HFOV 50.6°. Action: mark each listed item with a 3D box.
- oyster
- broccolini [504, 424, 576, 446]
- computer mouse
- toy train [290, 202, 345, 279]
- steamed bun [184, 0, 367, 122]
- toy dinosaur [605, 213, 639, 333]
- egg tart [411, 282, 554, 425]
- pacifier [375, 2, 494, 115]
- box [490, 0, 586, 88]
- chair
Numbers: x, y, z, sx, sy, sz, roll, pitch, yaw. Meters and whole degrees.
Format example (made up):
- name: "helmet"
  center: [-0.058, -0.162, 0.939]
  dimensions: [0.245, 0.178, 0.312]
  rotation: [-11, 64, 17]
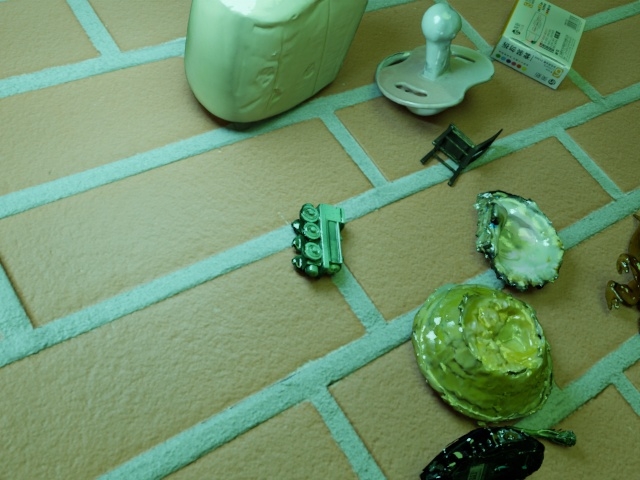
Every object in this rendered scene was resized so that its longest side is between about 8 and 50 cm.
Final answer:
- name: "oyster"
  center: [0.428, -0.007, 1.508]
  dimensions: [0.198, 0.092, 0.260]
  rotation: [-20, 74, -28]
- name: "broccolini"
  center: [0.416, 0.367, 1.276]
  dimensions: [0.140, 0.035, 0.030]
  rotation: [10, 96, -8]
- name: "computer mouse"
  center: [0.280, 0.378, 1.176]
  dimensions: [0.241, 0.146, 0.077]
  rotation: [-4, 30, -19]
- name: "toy train"
  center: [0.000, 0.000, 1.377]
  dimensions: [0.111, 0.071, 0.170]
  rotation: [9, 54, -20]
- name: "steamed bun"
  center: [-0.107, -0.511, 1.505]
  dimensions: [0.290, 0.371, 0.456]
  rotation: [43, 52, 15]
- name: "toy dinosaur"
  center: [0.728, 0.084, 1.531]
  dimensions: [0.208, 0.097, 0.432]
  rotation: [14, 56, -25]
- name: "egg tart"
  center: [0.332, 0.196, 1.315]
  dimensions: [0.315, 0.120, 0.315]
  rotation: [9, 55, -13]
- name: "pacifier"
  center: [0.287, -0.431, 1.674]
  dimensions: [0.332, 0.273, 0.220]
  rotation: [-38, 90, -33]
- name: "box"
  center: [0.631, -0.584, 1.958]
  dimensions: [0.220, 0.091, 0.274]
  rotation: [29, 53, 4]
- name: "chair"
  center: [0.345, -0.235, 1.637]
  dimensions: [0.101, 0.084, 0.212]
  rotation: [41, 55, 8]
